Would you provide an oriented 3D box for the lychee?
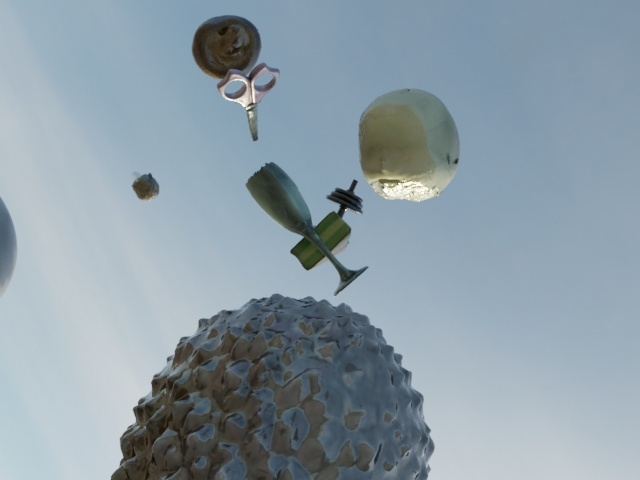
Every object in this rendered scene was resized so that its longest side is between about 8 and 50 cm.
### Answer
[{"bbox_3d":[-0.057,0.257,0.701,0.380,0.432,0.381,18,-57,30],"label":"lychee"}]

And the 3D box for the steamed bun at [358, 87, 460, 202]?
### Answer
[{"bbox_3d":[0.099,-0.102,0.605,0.090,0.130,0.113,-7,-108,30],"label":"steamed bun"}]

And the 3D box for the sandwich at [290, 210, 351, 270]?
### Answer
[{"bbox_3d":[0.000,0.000,1.267,0.074,0.116,0.074,45,-37,23],"label":"sandwich"}]

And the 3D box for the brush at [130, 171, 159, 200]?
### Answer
[{"bbox_3d":[-0.312,-0.105,0.997,0.042,0.039,0.299,61,-13,-21],"label":"brush"}]

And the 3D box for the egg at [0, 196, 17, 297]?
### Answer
[{"bbox_3d":[-0.359,-0.002,0.472,0.176,0.176,0.232,55,-9,12],"label":"egg"}]

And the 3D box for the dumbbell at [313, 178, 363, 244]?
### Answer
[{"bbox_3d":[0.042,-0.050,1.388,0.099,0.099,0.209,26,-88,36],"label":"dumbbell"}]

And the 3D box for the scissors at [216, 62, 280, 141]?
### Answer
[{"bbox_3d":[-0.125,-0.242,1.040,0.212,0.110,0.021,98,-27,-68],"label":"scissors"}]

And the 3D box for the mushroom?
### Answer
[{"bbox_3d":[-0.169,-0.349,1.039,0.109,0.126,0.085,106,-26,-45],"label":"mushroom"}]

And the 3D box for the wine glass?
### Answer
[{"bbox_3d":[0.018,-0.065,1.287,0.310,0.264,0.096,49,-41,6],"label":"wine glass"}]
